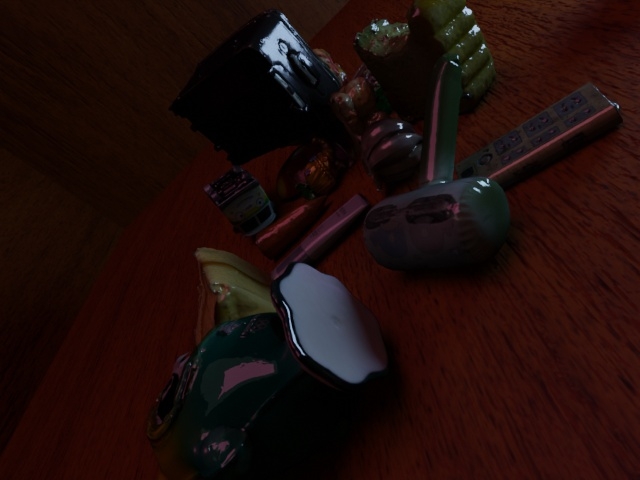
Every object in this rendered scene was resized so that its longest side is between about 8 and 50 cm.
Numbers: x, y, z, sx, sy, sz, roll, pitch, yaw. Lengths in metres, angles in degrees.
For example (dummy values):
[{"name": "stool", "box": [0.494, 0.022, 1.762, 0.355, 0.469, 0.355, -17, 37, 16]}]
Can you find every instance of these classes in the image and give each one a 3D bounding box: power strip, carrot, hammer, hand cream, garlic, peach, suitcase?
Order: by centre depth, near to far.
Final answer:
[{"name": "hammer", "box": [0.175, -0.122, 0.638, 0.207, 0.119, 0.335, -8, 68, 50]}, {"name": "power strip", "box": [0.293, -0.130, 0.645, 0.268, 0.034, 0.092, -32, 32, 29]}, {"name": "garlic", "box": [0.165, -0.185, 0.831, 0.194, 0.127, 0.131, -19, 32, 13]}, {"name": "hand cream", "box": [0.000, 0.000, 0.896, 0.255, 0.048, 0.079, -45, 26, 7]}, {"name": "carrot", "box": [-0.062, -0.042, 1.032, 0.205, 0.072, 0.072, -38, 29, 8]}, {"name": "suitcase", "box": [-0.166, -0.361, 1.101, 0.434, 0.283, 0.194, -8, 50, 47]}, {"name": "peach", "box": [-0.032, -0.223, 1.212, 0.279, 0.068, 0.189, -44, 30, 8]}]

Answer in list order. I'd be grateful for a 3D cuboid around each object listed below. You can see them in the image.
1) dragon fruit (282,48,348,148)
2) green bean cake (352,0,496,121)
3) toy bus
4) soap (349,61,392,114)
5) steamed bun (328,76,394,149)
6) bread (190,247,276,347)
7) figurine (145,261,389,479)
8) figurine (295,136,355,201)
[{"name": "dragon fruit", "box": [-0.055, -0.461, 1.306, 0.315, 0.296, 0.263, 0, 39, 43]}, {"name": "green bean cake", "box": [0.208, -0.370, 0.870, 0.124, 0.233, 0.236, -49, 27, -12]}, {"name": "toy bus", "box": [-0.229, -0.112, 1.252, 0.134, 0.164, 0.276, -37, 27, -8]}, {"name": "soap", "box": [0.175, -0.450, 1.159, 0.218, 0.098, 0.273, -5, 51, 54]}, {"name": "steamed bun", "box": [0.105, -0.276, 0.977, 0.106, 0.177, 0.192, -35, 18, 7]}, {"name": "bread", "box": [-0.211, 0.163, 0.861, 0.236, 0.199, 0.263, -56, 25, 3]}, {"name": "figurine", "box": [-0.086, 0.211, 0.592, 0.340, 0.231, 0.323, -46, 1, 24]}, {"name": "figurine", "box": [-0.006, -0.176, 1.063, 0.156, 0.115, 0.095, -48, 17, 6]}]
